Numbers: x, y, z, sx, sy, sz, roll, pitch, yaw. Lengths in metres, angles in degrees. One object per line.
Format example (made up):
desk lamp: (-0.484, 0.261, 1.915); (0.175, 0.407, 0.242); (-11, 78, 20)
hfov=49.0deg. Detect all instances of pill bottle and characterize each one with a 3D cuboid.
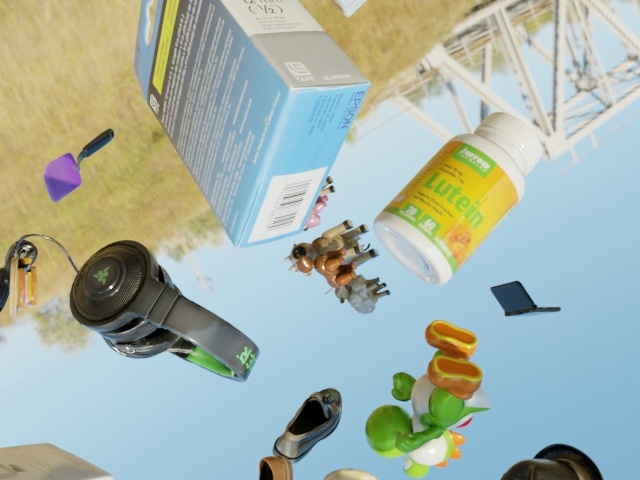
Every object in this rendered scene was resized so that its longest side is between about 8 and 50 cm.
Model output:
pill bottle: (0.203, -0.066, 1.007); (0.245, 0.136, 0.136); (-46, -161, -12)

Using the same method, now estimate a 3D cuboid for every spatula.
spatula: (-0.530, -0.188, 1.569); (0.030, 0.084, 0.296); (-3, -149, 12)

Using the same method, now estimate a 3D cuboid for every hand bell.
hand bell: (0.053, 0.589, 1.379); (0.126, 0.126, 0.242); (-20, -148, 22)

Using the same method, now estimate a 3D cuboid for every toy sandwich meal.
toy sandwich meal: (-0.354, 0.055, 0.838); (0.029, 0.085, 0.085); (2, -177, -22)

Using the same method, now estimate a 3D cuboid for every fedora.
fedora: (0.468, 0.599, 1.525); (0.334, 0.153, 0.334); (-54, -156, 38)

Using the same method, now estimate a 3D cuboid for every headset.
headset: (-0.282, 0.112, 0.990); (0.185, 0.394, 0.243); (-61, 171, -19)

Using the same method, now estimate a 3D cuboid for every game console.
game console: (0.460, 0.132, 1.576); (0.107, 0.071, 0.122); (1, 169, -18)

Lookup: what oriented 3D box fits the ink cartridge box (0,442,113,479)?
ink cartridge box: (-0.360, 0.322, 0.670); (0.117, 0.207, 0.283); (12, 177, 28)

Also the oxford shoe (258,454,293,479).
oxford shoe: (-0.090, 0.527, 1.364); (0.076, 0.212, 0.076); (-28, 149, 27)

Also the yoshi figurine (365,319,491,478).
yoshi figurine: (0.188, 0.337, 1.404); (0.204, 0.362, 0.203); (-16, -136, -34)

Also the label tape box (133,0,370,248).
label tape box: (-0.111, -0.202, 0.874); (0.115, 0.347, 0.249); (-13, 146, -33)

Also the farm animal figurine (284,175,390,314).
farm animal figurine: (0.000, 0.000, 1.663); (0.172, 0.327, 0.330); (-27, -123, 22)

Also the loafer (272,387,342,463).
loafer: (-0.014, 0.414, 1.631); (0.096, 0.084, 0.267); (27, -149, 17)

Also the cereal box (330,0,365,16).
cereal box: (0.061, -0.446, 0.978); (0.173, 0.047, 0.240); (-44, 159, -1)
